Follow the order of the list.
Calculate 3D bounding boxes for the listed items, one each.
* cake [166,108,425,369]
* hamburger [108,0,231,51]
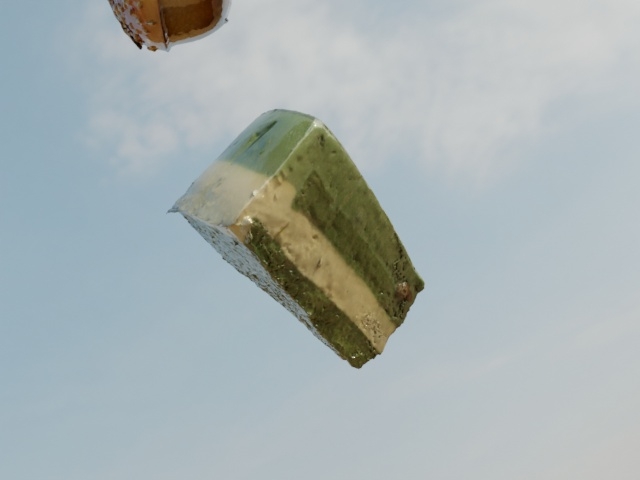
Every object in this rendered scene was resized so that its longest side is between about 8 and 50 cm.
[{"bbox_3d":[0.003,0.004,1.133,0.158,0.283,0.172,-48,9,-13],"label":"cake"},{"bbox_3d":[-0.151,-0.299,1.069,0.147,0.236,0.237,6,-27,-2],"label":"hamburger"}]
